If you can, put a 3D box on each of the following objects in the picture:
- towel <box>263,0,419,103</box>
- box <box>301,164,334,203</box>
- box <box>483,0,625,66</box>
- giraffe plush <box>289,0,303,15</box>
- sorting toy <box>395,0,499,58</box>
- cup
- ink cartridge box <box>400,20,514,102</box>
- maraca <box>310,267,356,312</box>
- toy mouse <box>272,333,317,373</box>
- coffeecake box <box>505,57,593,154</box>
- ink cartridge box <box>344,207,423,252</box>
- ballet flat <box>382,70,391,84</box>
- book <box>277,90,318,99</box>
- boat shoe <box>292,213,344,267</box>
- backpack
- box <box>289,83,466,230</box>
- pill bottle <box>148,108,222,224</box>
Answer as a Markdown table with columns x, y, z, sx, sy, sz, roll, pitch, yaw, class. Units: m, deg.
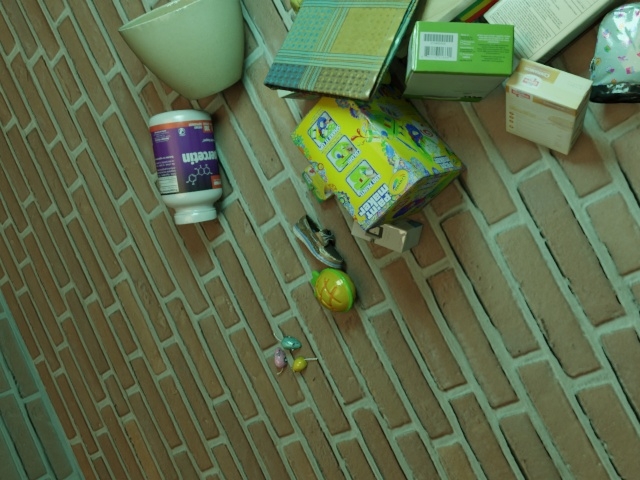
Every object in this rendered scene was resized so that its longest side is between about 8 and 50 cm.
| x | y | z | sx | sy | sz | roll | pitch | yaw | class |
| --- | --- | --- | --- | --- | --- | --- | --- | --- | --- |
| 0.062 | -0.461 | 1.230 | 0.272 | 0.040 | 0.370 | 17 | 76 | 30 | towel |
| 0.038 | -0.185 | 1.552 | 0.179 | 0.043 | 0.105 | -36 | 81 | 30 | box |
| 0.472 | -0.469 | 1.162 | 0.232 | 0.127 | 0.148 | -39 | 79 | 32 | box |
| 0.033 | -0.573 | 1.414 | 0.171 | 0.210 | 0.181 | -31 | 65 | 0 | giraffe plush |
| 0.253 | -0.549 | 1.261 | 0.257 | 0.089 | 0.255 | -32 | 56 | 34 | sorting toy |
| -0.338 | -0.522 | 1.582 | 0.331 | 0.331 | 0.236 | -2 | 125 | 33 | cup |
| 0.270 | -0.361 | 1.215 | 0.189 | 0.255 | 0.096 | 3 | 92 | 1 | ink cartridge box |
| 0.029 | 0.135 | 1.598 | 0.186 | 0.099 | 0.127 | -1 | 105 | 58 | maraca |
| -0.106 | 0.340 | 1.763 | 0.161 | 0.031 | 0.143 | -43 | 77 | 32 | toy mouse |
| 0.454 | -0.266 | 1.180 | 0.142 | 0.185 | 0.068 | 29 | 82 | 24 | coffeecake box |
| 0.152 | -0.034 | 1.474 | 0.180 | 0.104 | 0.060 | 22 | 112 | 28 | ink cartridge box |
| 0.074 | -0.358 | 1.469 | 0.231 | 0.077 | 0.077 | -31 | 84 | 34 | ballet flat |
| -0.029 | -0.386 | 1.487 | 0.096 | 0.144 | 0.035 | -8 | 96 | 34 | book |
| 0.000 | 0.000 | 1.601 | 0.183 | 0.066 | 0.066 | 41 | 118 | 18 | boat shoe |
| 0.594 | -0.356 | 1.118 | 0.152 | 0.115 | 0.181 | 10 | 103 | 33 | backpack |
| 0.139 | -0.201 | 1.334 | 0.177 | 0.290 | 0.279 | -45 | 75 | 31 | box |
| -0.393 | -0.216 | 1.734 | 0.182 | 0.181 | 0.322 | -3 | 99 | 33 | pill bottle |
